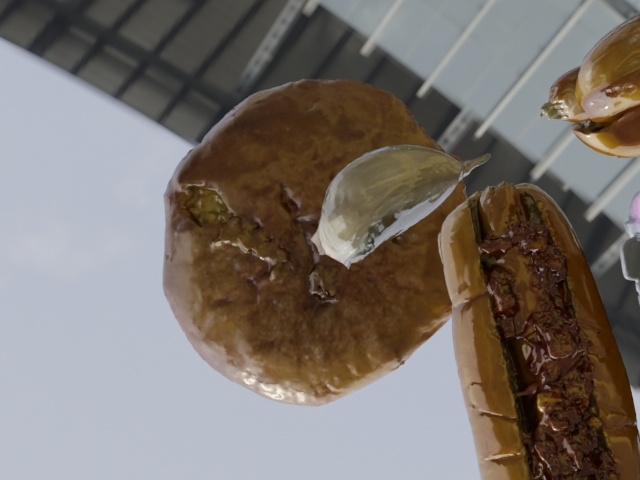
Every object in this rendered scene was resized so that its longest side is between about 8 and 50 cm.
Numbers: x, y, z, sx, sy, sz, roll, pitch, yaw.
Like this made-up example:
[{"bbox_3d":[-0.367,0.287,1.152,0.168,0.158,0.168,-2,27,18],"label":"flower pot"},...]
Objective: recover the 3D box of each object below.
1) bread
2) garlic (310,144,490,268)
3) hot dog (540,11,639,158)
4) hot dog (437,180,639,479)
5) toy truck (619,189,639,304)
[{"bbox_3d":[-0.005,0.002,1.692,0.312,0.172,0.312,0,-95,5],"label":"bread"},{"bbox_3d":[0.051,-0.038,1.371,0.066,0.152,0.084,53,-165,7],"label":"garlic"},{"bbox_3d":[0.211,-0.108,0.870,0.235,0.092,0.062,-24,-111,-13],"label":"hot dog"},{"bbox_3d":[0.133,0.088,1.009,0.102,0.076,0.249,-10,-93,-22],"label":"hot dog"},{"bbox_3d":[0.351,0.010,1.187,0.176,0.363,0.178,-19,-89,-21],"label":"toy truck"}]
